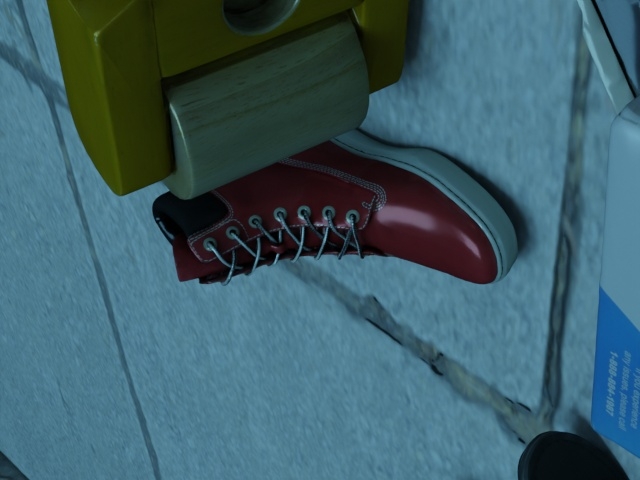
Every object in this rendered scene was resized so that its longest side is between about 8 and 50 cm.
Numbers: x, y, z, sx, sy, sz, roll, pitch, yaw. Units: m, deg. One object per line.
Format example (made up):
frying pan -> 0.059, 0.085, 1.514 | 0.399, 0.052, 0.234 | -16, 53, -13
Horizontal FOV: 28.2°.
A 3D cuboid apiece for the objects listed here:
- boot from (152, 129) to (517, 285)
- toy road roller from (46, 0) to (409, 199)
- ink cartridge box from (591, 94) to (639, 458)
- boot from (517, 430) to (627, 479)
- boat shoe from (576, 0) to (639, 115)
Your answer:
boot -> 0.000, 0.000, 0.888 | 0.244, 0.176, 0.088 | 27, 142, 38
toy road roller -> -0.086, -0.213, 0.761 | 0.240, 0.203, 0.329 | 52, 156, 36
ink cartridge box -> 0.285, 0.058, 0.562 | 0.307, 0.129, 0.223 | 32, 145, 34
boot -> 0.159, 0.249, 1.028 | 0.229, 0.091, 0.263 | 5, 129, 55
boat shoe -> 0.147, -0.154, 0.626 | 0.065, 0.075, 0.206 | -19, 106, 17
